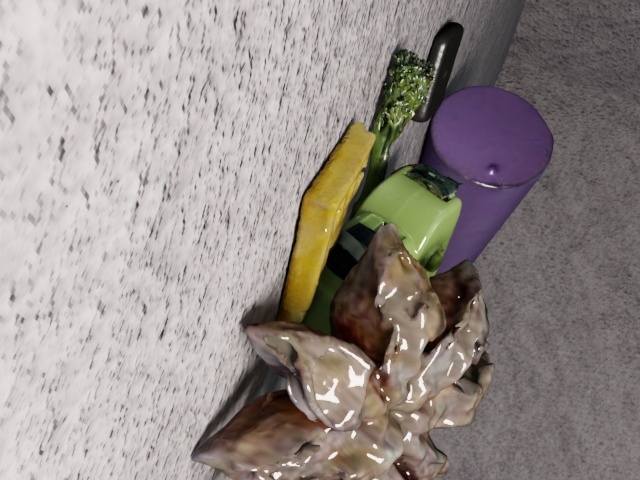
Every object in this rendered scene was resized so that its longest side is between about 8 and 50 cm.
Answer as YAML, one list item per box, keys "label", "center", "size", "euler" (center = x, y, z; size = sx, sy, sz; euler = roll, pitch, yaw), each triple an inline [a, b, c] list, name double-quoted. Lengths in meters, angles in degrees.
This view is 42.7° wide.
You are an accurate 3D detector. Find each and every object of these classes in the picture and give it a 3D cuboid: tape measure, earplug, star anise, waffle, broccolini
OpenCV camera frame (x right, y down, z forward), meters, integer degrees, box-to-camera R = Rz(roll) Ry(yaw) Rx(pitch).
- label: "tape measure"
  center: [0.047, 0.038, 0.825]
  size: [0.175, 0.106, 0.200]
  euler: [-33, 152, -39]
- label: "earplug"
  center: [0.272, -0.080, 1.587]
  size: [0.456, 0.215, 0.215]
  euler: [102, 13, -62]
- label: "star anise"
  center: [0.042, 0.148, 0.712]
  size: [0.331, 0.117, 0.332]
  euler: [-18, 124, -28]
- label: "waffle"
  center: [0.000, 0.000, 0.743]
  size: [0.191, 0.032, 0.125]
  euler: [106, 8, -46]
- label: "broccolini"
  center: [0.058, -0.080, 0.840]
  size: [0.051, 0.054, 0.239]
  euler: [-2, 125, -35]

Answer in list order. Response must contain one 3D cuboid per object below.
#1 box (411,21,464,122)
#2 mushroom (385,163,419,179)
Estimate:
- label: "box"
  center: [0.157, -0.229, 1.102]
  size: [0.126, 0.027, 0.125]
  euler: [-48, 156, -61]
- label: "mushroom"
  center: [0.104, -0.040, 1.062]
  size: [0.109, 0.085, 0.126]
  euler: [-7, -124, 60]
